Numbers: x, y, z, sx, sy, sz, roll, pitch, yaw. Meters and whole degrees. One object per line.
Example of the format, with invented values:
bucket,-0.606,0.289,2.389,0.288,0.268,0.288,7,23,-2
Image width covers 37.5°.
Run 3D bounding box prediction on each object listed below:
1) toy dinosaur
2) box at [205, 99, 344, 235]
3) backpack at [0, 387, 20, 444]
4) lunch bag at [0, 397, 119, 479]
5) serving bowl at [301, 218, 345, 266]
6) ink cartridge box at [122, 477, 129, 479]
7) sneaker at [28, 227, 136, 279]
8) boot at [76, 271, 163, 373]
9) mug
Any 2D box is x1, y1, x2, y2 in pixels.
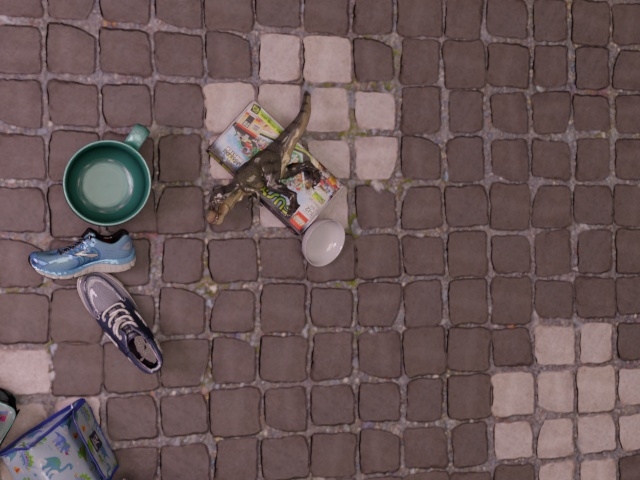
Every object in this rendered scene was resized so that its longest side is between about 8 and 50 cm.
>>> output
toy dinosaur,-0.064,-0.108,1.499,0.118,0.064,0.268,42,77,-5
box,-0.074,-0.118,1.545,0.207,0.036,0.114,43,80,-11
backpack,-0.556,0.270,1.363,0.188,0.144,0.166,29,88,-10
lunch bag,-0.381,0.328,1.424,0.151,0.096,0.129,-37,106,-55
serving bowl,0.000,0.000,1.559,0.083,0.027,0.083,-20,123,-33
ink cartridge box,-0.259,0.529,1.366,0.197,0.198,0.270,30,82,-14
sneaker,-0.366,0.012,1.444,0.162,0.063,0.073,-9,118,-23
boot,-0.305,0.123,1.457,0.069,0.086,0.190,-40,100,-11
mug,-0.317,-0.091,1.448,0.157,0.097,0.130,-26,96,-14
